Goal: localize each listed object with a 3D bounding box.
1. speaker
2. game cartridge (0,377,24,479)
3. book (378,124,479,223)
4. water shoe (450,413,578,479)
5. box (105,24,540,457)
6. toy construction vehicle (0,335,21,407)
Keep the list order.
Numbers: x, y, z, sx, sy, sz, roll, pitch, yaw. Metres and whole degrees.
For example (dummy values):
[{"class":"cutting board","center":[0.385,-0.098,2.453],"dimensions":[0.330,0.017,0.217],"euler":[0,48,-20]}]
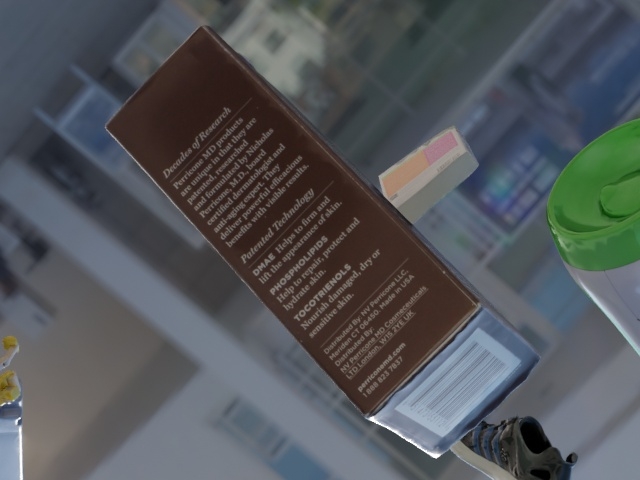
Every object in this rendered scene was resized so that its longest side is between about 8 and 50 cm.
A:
[{"class":"speaker","center":[0.273,0.056,1.213],"dimensions":[0.131,0.296,0.131],"euler":[-31,-150,20]},{"class":"game cartridge","center":[-0.440,0.238,2.093],"dimensions":[0.297,0.198,0.062],"euler":[106,-16,-59]},{"class":"book","center":[0.107,-0.066,1.794],"dimensions":[0.096,0.035,0.144],"euler":[-40,-169,9]},{"class":"water shoe","center":[0.209,0.222,1.963],"dimensions":[0.203,0.073,0.080],"euler":[34,-78,53]},{"class":"box","center":[0.000,0.000,1.591],"dimensions":[0.143,0.381,0.191],"euler":[-44,152,5]},{"class":"toy construction vehicle","center":[-0.323,0.149,1.764],"dimensions":[0.035,0.086,0.098],"euler":[16,-142,33]}]
